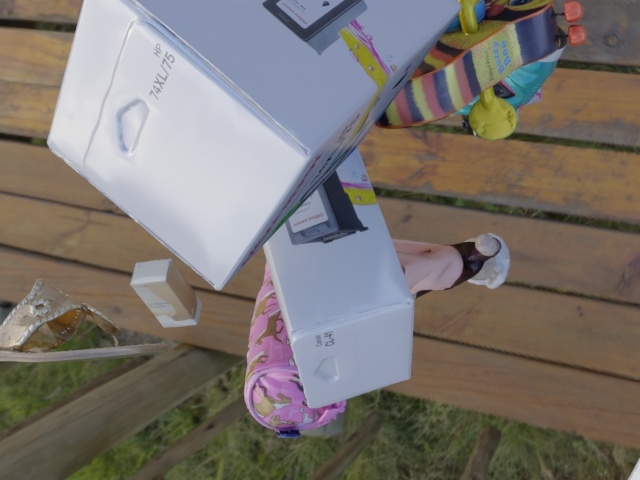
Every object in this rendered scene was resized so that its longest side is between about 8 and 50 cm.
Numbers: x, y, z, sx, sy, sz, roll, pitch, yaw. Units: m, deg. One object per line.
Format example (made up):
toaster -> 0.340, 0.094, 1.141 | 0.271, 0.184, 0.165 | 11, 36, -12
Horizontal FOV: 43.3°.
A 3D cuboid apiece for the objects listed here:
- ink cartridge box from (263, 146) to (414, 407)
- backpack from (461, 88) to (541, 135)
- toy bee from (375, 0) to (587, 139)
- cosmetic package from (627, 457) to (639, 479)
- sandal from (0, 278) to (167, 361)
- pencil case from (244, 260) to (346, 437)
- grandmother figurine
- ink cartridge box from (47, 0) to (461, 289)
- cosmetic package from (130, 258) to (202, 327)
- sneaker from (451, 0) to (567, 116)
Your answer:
ink cartridge box -> 0.000, 0.000, 0.907 | 0.131, 0.226, 0.306 | -16, 61, -4
backpack -> 0.322, -0.367, 1.585 | 0.191, 0.225, 0.254 | -21, 52, 3
toy bee -> 0.184, -0.222, 0.852 | 0.162, 0.195, 0.298 | 14, 68, 45
cosmetic package -> 0.570, 0.330, 1.082 | 0.230, 0.161, 0.454 | 45, 136, 42
sandal -> -0.260, 0.074, 0.719 | 0.239, 0.088, 0.079 | -7, 81, 2
pencil case -> -0.034, 0.157, 1.411 | 0.160, 0.386, 0.167 | -12, 121, 10
grandmother figurine -> 0.185, 0.038, 1.227 | 0.207, 0.342, 0.104 | -22, 80, 41
ink cartridge box -> -0.054, -0.141, 0.685 | 0.197, 0.270, 0.198 | 40, 139, 1
cosmetic package -> -0.223, 0.078, 1.175 | 0.060, 0.041, 0.115 | -7, 140, 17
sneaker -> 0.204, -0.281, 1.201 | 0.295, 0.123, 0.179 | 35, 138, 22
